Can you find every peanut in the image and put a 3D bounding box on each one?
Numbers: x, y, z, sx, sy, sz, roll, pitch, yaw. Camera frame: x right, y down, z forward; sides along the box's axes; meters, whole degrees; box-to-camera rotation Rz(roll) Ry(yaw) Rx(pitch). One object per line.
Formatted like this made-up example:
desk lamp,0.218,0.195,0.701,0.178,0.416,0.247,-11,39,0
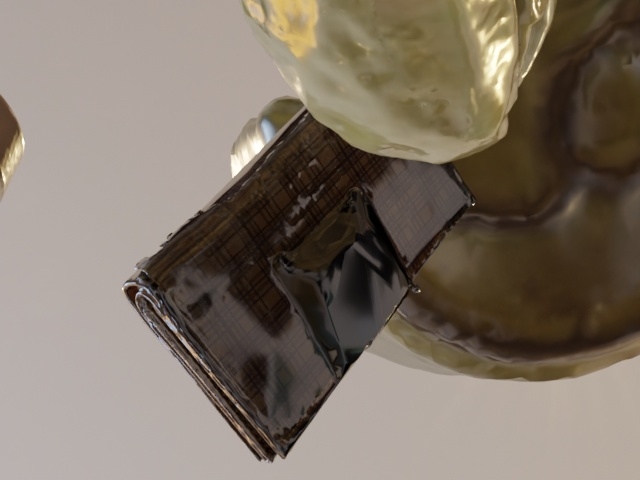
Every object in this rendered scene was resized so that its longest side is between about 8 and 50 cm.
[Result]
peanut,0.023,-0.129,0.372,0.130,0.290,0.130,-4,-118,7

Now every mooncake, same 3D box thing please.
mooncake,0.146,-0.085,0.951,0.393,0.246,0.394,20,-97,-8

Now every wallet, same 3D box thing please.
wallet,0.000,0.000,0.653,0.124,0.042,0.230,53,-134,-14

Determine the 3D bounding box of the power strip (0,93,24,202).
power strip,-0.272,-0.058,0.757,0.154,0.154,0.078,12,-125,8
